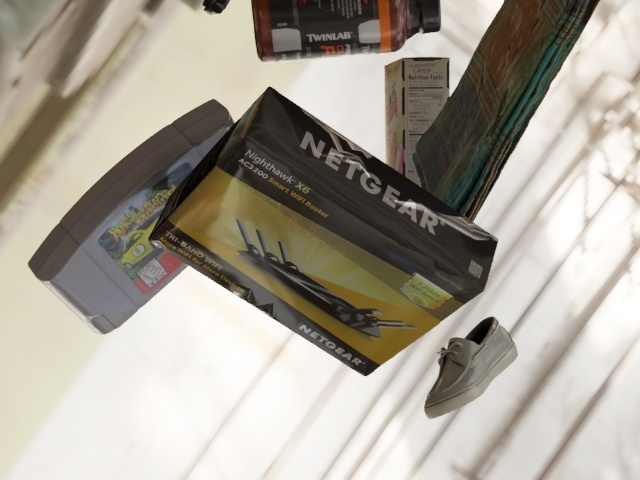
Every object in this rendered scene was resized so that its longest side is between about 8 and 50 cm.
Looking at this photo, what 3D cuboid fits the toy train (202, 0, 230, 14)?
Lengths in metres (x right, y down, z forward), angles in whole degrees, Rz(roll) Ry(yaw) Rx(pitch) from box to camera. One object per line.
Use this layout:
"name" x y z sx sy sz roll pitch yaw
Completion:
"toy train" -0.110 -0.371 1.943 0.036 0.027 0.158 15 -105 49

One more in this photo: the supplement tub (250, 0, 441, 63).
"supplement tub" 0.027 -0.247 1.539 0.106 0.197 0.106 -5 90 -89

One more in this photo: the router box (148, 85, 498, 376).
"router box" 0.000 0.000 1.595 0.243 0.309 0.081 -43 -161 48

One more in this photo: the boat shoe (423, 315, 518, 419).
"boat shoe" 0.197 0.173 2.021 0.079 0.081 0.227 -26 -175 39

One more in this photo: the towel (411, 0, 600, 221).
"towel" 0.212 -0.193 1.695 0.271 0.040 0.370 -94 -152 -62

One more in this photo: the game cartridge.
"game cartridge" -0.199 -0.028 1.723 0.294 0.060 0.196 -43 146 -6

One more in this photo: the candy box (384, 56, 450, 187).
"candy box" 0.134 -0.136 2.033 0.159 0.071 0.233 -161 -109 -83
